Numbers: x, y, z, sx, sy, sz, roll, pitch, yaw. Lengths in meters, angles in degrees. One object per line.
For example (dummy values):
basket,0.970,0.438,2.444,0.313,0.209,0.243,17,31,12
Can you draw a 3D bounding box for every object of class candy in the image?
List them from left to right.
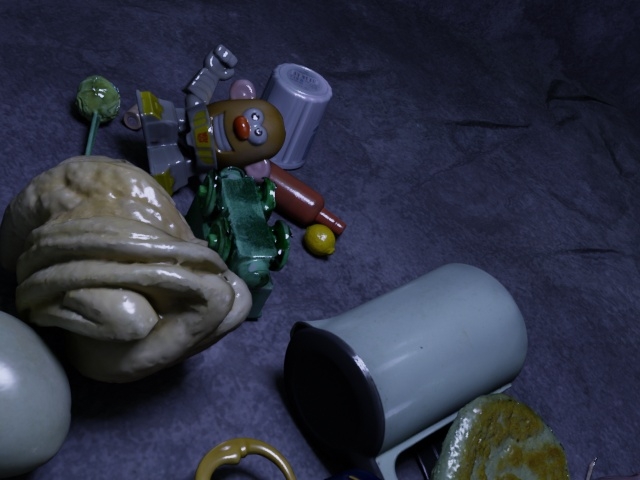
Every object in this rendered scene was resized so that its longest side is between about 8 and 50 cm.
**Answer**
candy,-0.454,-0.196,1.191,0.092,0.093,0.335,22,46,-32

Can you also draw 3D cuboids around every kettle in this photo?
kettle,0.166,0.251,1.026,0.376,0.250,0.361,-16,76,-39

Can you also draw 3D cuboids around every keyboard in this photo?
keyboard,0.252,0.470,0.996,0.103,0.041,0.381,1,42,-31

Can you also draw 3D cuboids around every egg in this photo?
egg,-0.417,0.181,0.733,0.253,0.186,0.186,36,39,11

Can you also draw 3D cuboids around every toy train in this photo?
toy train,-0.156,-0.004,1.080,0.145,0.202,0.266,7,47,-29

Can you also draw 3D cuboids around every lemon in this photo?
lemon,0.000,0.000,1.288,0.083,0.062,0.062,47,42,15

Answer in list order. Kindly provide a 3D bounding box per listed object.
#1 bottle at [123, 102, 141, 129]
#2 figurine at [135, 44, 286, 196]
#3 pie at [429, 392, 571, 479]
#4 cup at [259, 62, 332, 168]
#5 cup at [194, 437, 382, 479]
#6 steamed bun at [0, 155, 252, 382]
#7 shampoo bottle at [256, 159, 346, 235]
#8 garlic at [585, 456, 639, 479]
bottle,-0.395,-0.284,1.337,0.045,0.045,0.096,27,39,-6
figurine,-0.211,-0.209,1.223,0.285,0.343,0.167,-9,27,-15
pie,0.283,0.390,0.932,0.323,0.070,0.323,12,69,-33
cup,-0.078,-0.279,1.414,0.167,0.202,0.221,21,40,-9
cup,-0.031,0.369,0.780,0.256,0.178,0.255,-7,73,-39
steamed bun,-0.296,0.056,0.849,0.372,0.325,0.230,37,56,11
shampoo bottle,-0.051,-0.088,1.332,0.244,0.085,0.085,34,39,-1
garlic,0.553,0.509,1.086,0.207,0.207,0.256,37,5,6
